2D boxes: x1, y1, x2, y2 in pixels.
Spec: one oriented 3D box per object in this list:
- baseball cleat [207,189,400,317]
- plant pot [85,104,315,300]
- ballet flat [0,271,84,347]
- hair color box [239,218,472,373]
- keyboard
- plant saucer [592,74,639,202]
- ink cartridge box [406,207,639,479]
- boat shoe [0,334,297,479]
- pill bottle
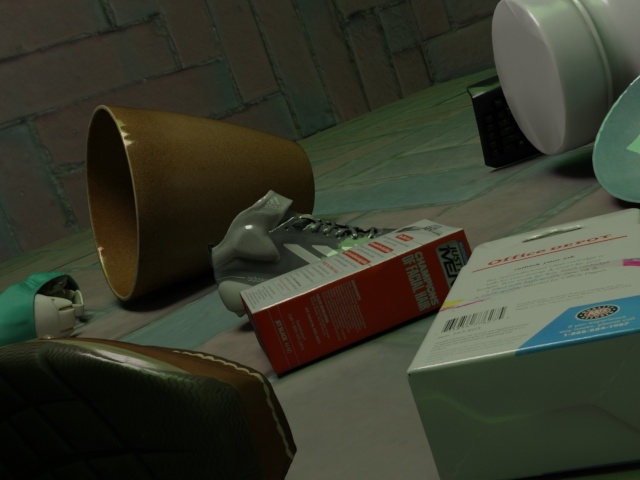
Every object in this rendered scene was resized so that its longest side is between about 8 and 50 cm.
[{"bbox_3d":[0.000,0.000,0.742,0.205,0.110,0.072,-17,6,5],"label":"baseball cleat"},{"bbox_3d":[-0.144,-0.058,1.079,0.254,0.237,0.237,-7,4,-26],"label":"plant pot"},{"bbox_3d":[-0.330,0.083,1.009,0.087,0.083,0.247,-6,11,-6],"label":"ballet flat"},{"bbox_3d":[0.028,0.039,0.652,0.167,0.053,0.093,-22,10,-8],"label":"hair color box"},{"bbox_3d":[0.333,-0.220,1.039,0.317,0.202,0.033,-21,30,-1],"label":"keyboard"},{"bbox_3d":[0.323,-0.100,0.712,0.195,0.037,0.195,-40,26,25],"label":"plant saucer"},{"bbox_3d":[0.120,0.045,0.430,0.104,0.062,0.181,-14,12,24],"label":"ink cartridge box"},{"bbox_3d":[-0.145,0.101,0.474,0.324,0.123,0.120,-11,10,35],"label":"boat shoe"},{"bbox_3d":[0.404,-0.238,0.893,0.407,0.229,0.229,-20,11,-3],"label":"pill bottle"}]
